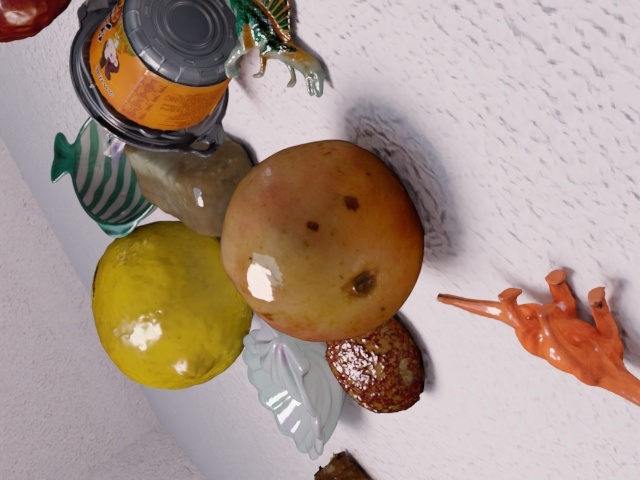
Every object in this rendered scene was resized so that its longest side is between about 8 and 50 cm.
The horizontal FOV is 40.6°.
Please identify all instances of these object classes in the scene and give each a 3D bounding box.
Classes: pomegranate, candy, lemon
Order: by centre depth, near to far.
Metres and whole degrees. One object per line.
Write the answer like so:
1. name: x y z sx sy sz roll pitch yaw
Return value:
1. pomegranate: -0.001 0.003 0.792 0.191 0.191 0.191 46 157 26
2. candy: -0.169 -0.085 1.145 0.234 0.102 0.104 29 144 50
3. lemon: -0.233 0.093 1.352 0.310 0.253 0.254 -123 14 -47

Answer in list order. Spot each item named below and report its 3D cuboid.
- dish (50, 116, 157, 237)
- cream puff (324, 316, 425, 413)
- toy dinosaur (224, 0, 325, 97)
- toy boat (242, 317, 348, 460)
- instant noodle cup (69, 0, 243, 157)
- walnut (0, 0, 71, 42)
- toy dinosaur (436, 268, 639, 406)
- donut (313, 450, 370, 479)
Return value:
1. dish: -0.302 -0.117 1.344 0.246 0.078 0.224 8 92 29
2. cream puff: 0.054 0.136 1.000 0.149 0.084 0.149 47 156 29
3. toy dinosaur: -0.059 -0.214 0.815 0.106 0.044 0.187 -10 99 54
4. toy boat: -0.031 0.201 1.262 0.199 0.100 0.290 46 158 25
5. instant noodle cup: -0.157 -0.195 0.895 0.208 0.178 0.125 38 148 -13
6. walnut: -0.448 -0.364 1.168 0.222 0.243 0.269 58 164 -4
7. toy dinosaur: 0.198 0.076 0.637 0.279 0.055 0.101 25 152 52
8. donut: 0.027 0.445 1.455 0.126 0.144 0.187 30 126 12
